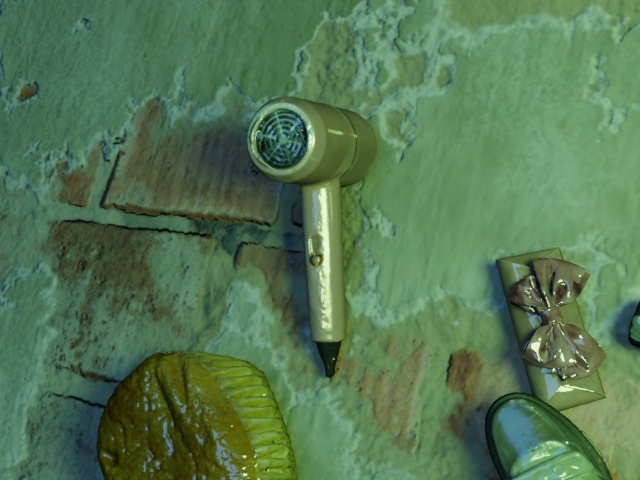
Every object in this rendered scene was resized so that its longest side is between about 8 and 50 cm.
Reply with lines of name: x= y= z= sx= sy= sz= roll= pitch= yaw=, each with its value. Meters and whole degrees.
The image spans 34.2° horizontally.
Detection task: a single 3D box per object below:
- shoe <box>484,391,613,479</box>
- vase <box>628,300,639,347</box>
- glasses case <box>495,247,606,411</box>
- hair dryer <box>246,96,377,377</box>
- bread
shoe: x=0.260 y=0.290 z=1.064 sx=0.109 sy=0.149 sz=0.293 roll=-33 pitch=78 yaw=12
vase: x=0.438 y=0.117 z=1.102 sx=0.211 sy=0.060 sz=0.060 roll=19 pitch=85 yaw=28
glasses case: x=0.268 y=0.095 z=1.180 sx=0.102 sy=0.070 sz=0.193 roll=-19 pitch=70 yaw=18
hair dryer: x=0.000 y=0.000 z=1.284 sx=0.107 sy=0.189 sz=0.344 roll=-5 pitch=89 yaw=23
bread: x=-0.152 y=0.262 z=1.290 sx=0.227 sy=0.142 sz=0.253 roll=-36 pitch=67 yaw=21
